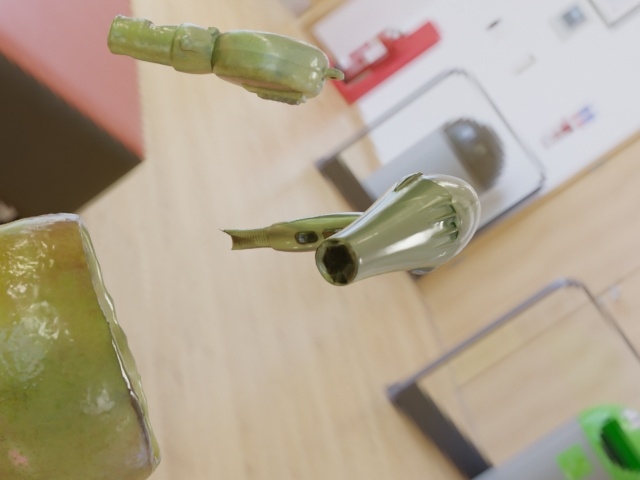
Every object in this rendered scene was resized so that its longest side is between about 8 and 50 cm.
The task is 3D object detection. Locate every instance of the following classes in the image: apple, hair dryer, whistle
[{"bbox_3d":[-0.239,0.121,1.274,0.120,0.193,0.265,-139,-147,-65],"label":"apple"},{"bbox_3d":[0.003,0.005,1.423,0.229,0.267,0.092,-37,116,-72],"label":"hair dryer"},{"bbox_3d":[-0.101,-0.193,1.668,0.258,0.067,0.126,13,-3,9],"label":"whistle"}]
